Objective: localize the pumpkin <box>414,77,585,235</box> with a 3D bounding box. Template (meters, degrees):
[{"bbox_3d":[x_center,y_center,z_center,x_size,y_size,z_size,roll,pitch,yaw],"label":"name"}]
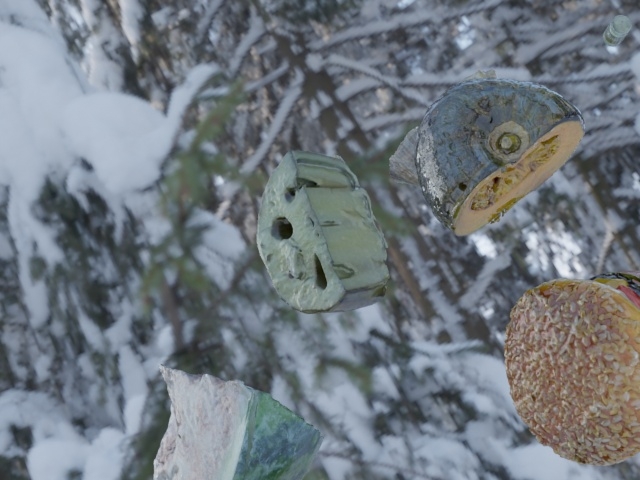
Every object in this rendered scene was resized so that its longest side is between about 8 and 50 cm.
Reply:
[{"bbox_3d":[0.302,-0.173,1.872,0.325,0.232,0.242,-32,-32,-15],"label":"pumpkin"}]

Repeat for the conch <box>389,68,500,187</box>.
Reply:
[{"bbox_3d":[0.305,-0.201,2.223,0.297,0.210,0.352,-18,-33,-40],"label":"conch"}]

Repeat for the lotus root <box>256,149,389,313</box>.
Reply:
[{"bbox_3d":[0.000,0.000,1.410,0.138,0.234,0.119,-31,-26,35],"label":"lotus root"}]

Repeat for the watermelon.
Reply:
[{"bbox_3d":[-0.113,0.269,1.363,0.232,0.193,0.310,3,-7,5],"label":"watermelon"}]

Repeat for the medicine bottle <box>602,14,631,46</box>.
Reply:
[{"bbox_3d":[0.680,-0.480,2.329,0.047,0.047,0.083,-28,-9,-3],"label":"medicine bottle"}]

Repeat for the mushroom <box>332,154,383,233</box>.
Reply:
[{"bbox_3d":[0.077,-0.088,2.587,0.095,0.351,0.122,-7,-52,-15],"label":"mushroom"}]

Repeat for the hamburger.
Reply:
[{"bbox_3d":[0.475,0.208,1.708,0.250,0.329,0.330,-4,-32,-27],"label":"hamburger"}]
